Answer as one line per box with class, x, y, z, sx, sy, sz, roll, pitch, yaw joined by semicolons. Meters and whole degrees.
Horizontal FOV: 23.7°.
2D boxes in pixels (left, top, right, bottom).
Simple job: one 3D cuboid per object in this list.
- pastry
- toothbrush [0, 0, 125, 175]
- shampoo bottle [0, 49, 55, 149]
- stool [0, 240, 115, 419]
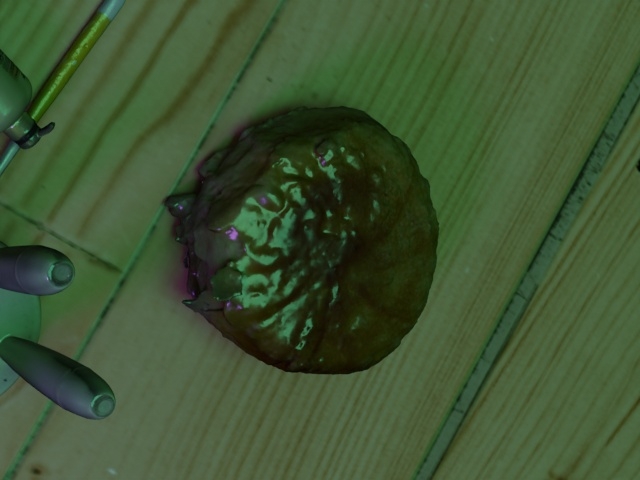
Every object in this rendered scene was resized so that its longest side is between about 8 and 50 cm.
pastry;0.000;0.000;1.698;0.330;0.136;0.329;-7;104;-31
toothbrush;-0.284;-0.137;1.548;0.021;0.024;0.288;41;76;-36
shampoo bottle;-0.331;-0.150;1.477;0.079;0.079;0.162;-49;123;-14
stool;-0.327;0.098;1.469;0.195;0.199;0.195;-26;114;-28
